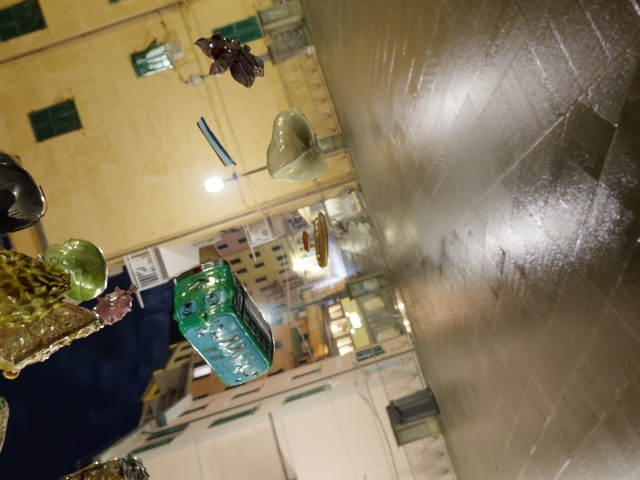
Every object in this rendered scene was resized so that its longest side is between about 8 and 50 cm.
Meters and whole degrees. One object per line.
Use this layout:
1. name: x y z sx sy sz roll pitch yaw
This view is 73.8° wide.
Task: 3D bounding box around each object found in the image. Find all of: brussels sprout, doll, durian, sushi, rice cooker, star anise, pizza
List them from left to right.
1. durian: -0.665 0.090 0.881 0.154 0.260 0.187 56 -144 -70
2. rice cooker: -0.728 -0.109 0.986 0.118 0.142 0.203 48 147 26
3. pizza: -0.742 0.205 1.074 0.268 0.257 0.087 -35 -27 -62
4. brussels sprout: -0.797 0.096 1.406 0.223 0.161 0.223 28 135 33
5. sushi: -0.778 0.910 1.450 0.176 0.417 0.418 49 166 36
6. doll: -0.974 0.308 2.013 0.211 0.262 0.093 24 148 36
7. star anise: -0.294 -0.610 1.427 0.214 0.099 0.220 49 -137 0

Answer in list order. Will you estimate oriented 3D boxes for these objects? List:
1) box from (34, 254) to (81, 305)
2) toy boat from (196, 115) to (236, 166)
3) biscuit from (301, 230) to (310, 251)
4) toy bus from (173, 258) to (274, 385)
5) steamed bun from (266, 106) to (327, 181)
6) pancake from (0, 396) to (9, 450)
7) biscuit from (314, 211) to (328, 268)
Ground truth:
1. box: -1.211 0.234 1.841 0.190 0.297 0.225 52 179 14
2. toy boat: -0.402 -0.372 1.639 0.229 0.045 0.080 56 175 3
3. biscuit: -0.058 0.002 1.766 0.078 0.015 0.091 -133 35 -56
4. toy bus: -0.264 0.246 1.191 0.199 0.183 0.344 -111 -3 -52
5. steamed bun: -0.064 -0.283 1.241 0.231 0.110 0.213 -23 -80 -53
6. pancake: -1.143 0.729 1.397 0.305 0.066 0.427 131 162 -70
7. biscuit: -0.001 0.000 1.922 0.262 0.037 0.262 176 90 -81
